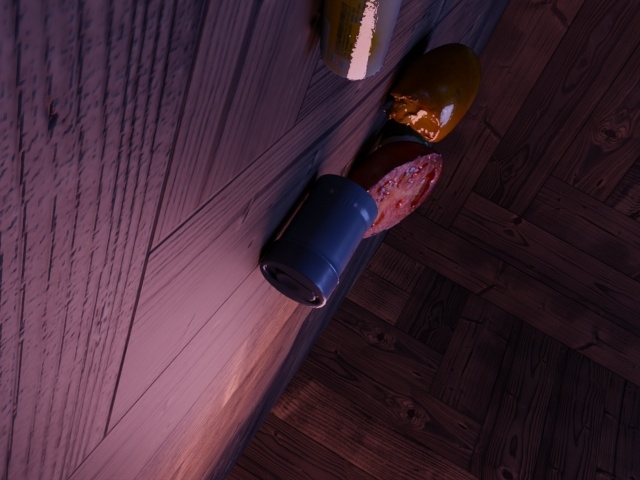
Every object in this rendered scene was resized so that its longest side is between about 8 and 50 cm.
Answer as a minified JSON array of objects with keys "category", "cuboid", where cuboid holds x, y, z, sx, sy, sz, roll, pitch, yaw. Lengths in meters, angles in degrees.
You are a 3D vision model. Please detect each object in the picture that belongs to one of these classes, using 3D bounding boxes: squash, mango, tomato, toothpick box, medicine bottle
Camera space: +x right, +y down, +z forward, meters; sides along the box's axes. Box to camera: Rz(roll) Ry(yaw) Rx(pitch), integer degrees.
[{"category":"squash","cuboid":[0.165,-0.216,1.365,0.105,0.105,0.132,110,-8,-55]},{"category":"mango","cuboid":[0.199,-0.260,1.200,0.154,0.126,0.252,-51,-179,41]},{"category":"tomato","cuboid":[0.115,-0.102,1.278,0.225,0.085,0.225,-32,159,-13]},{"category":"toothpick box","cuboid":[0.000,0.000,0.940,0.153,0.101,0.101,-56,172,-26]},{"category":"medicine bottle","cuboid":[0.035,-0.201,0.522,0.074,0.074,0.218,-58,175,-16]}]
